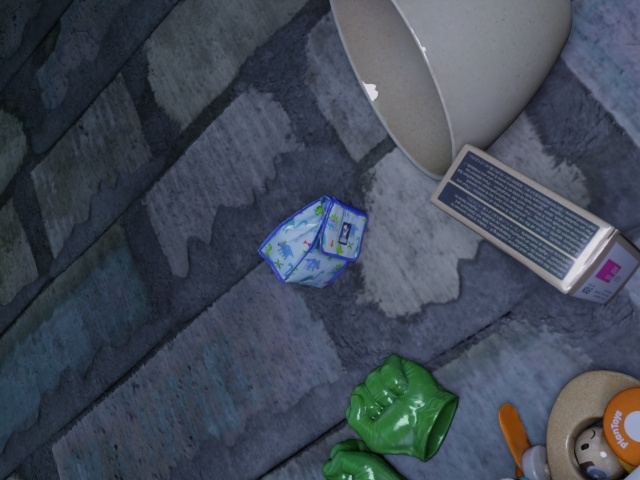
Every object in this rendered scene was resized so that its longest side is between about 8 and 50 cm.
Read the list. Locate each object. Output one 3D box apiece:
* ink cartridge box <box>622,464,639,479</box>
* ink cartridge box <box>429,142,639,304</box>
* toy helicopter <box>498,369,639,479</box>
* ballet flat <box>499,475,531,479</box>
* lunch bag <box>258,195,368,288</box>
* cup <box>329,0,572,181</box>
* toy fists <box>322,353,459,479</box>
[{"bbox_3d":[0.450,0.241,0.536,0.307,0.129,0.223,-44,95,2],"label":"ink cartridge box"},{"bbox_3d":[0.270,-0.013,0.737,0.193,0.235,0.088,41,105,33],"label":"ink cartridge box"},{"bbox_3d":[0.312,0.329,0.701,0.235,0.140,0.355,-3,70,52],"label":"toy helicopter"},{"bbox_3d":[0.261,0.370,0.487,0.400,0.139,0.139,41,105,45],"label":"ballet flat"},{"bbox_3d":[0.000,0.000,0.980,0.151,0.129,0.096,-50,60,14],"label":"lunch bag"},{"bbox_3d":[0.189,-0.282,0.822,0.237,0.331,0.331,-30,63,-3],"label":"cup"},{"bbox_3d":[0.085,0.308,0.888,0.142,0.096,0.279,24,97,36],"label":"toy fists"}]
